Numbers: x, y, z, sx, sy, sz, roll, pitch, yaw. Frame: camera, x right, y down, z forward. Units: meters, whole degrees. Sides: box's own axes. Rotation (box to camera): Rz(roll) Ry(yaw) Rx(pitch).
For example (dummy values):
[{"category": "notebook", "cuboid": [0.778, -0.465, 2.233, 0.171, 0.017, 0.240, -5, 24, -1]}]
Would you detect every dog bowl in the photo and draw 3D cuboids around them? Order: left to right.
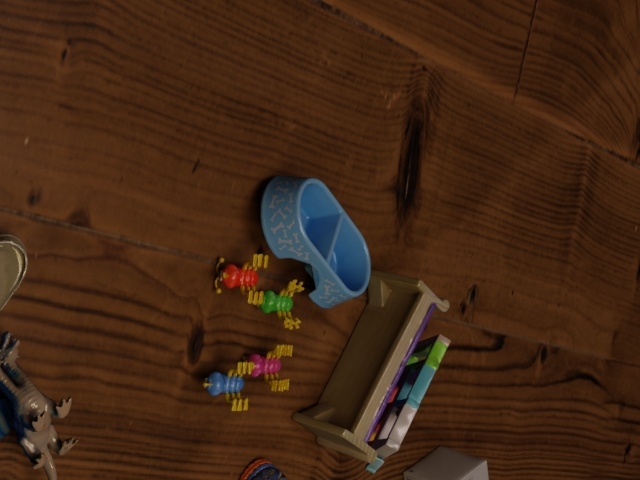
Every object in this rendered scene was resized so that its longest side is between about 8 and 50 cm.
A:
[{"category": "dog bowl", "cuboid": [0.000, 0.000, 2.078, 0.297, 0.074, 0.166, 53, 41, -38]}]

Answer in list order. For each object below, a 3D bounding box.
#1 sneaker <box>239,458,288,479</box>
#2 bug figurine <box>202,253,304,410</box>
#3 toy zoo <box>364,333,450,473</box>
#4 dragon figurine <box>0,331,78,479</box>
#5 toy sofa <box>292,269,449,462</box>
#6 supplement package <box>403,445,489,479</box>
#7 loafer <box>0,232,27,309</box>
[{"category": "sneaker", "cuboid": [-0.134, 0.507, 2.063, 0.083, 0.087, 0.221, 45, 66, -39]}, {"category": "bug figurine", "cuboid": [-0.125, 0.165, 2.021, 0.216, 0.072, 0.279, 14, 82, -52]}, {"category": "toy zoo", "cuboid": [0.159, 0.333, 2.269, 0.030, 0.192, 0.293, 30, 73, -6]}, {"category": "dragon figurine", "cuboid": [-0.449, 0.271, 1.701, 0.085, 0.144, 0.289, -33, 139, -39]}, {"category": "toy sofa", "cuboid": [0.116, 0.253, 2.226, 0.177, 0.150, 0.362, 43, 67, -40]}, {"category": "supplement package", "cuboid": [0.287, 0.602, 2.474, 0.139, 0.134, 0.244, -26, 115, -40]}, {"category": "loafer", "cuboid": [-0.510, 0.097, 1.602, 0.268, 0.092, 0.102, -50, 129, -27]}]
